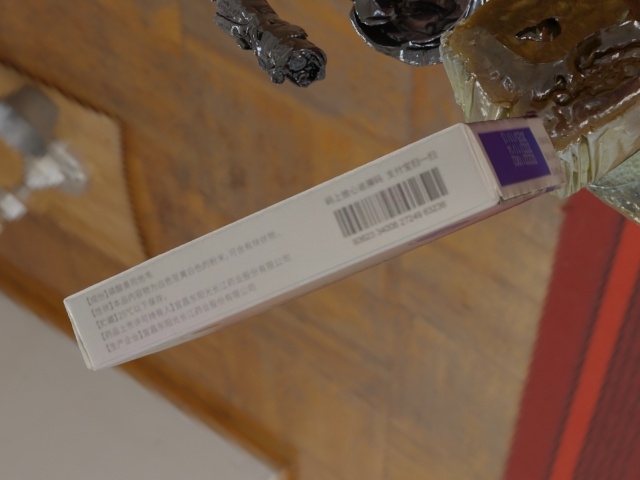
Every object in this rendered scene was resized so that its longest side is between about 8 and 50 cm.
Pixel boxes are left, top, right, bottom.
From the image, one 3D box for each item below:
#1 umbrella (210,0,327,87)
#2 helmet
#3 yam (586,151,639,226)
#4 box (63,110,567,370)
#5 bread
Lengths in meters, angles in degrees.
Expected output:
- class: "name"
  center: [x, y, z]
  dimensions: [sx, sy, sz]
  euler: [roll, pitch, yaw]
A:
- class: "umbrella"
  center: [-0.068, -0.236, 1.717]
  dimensions: [0.066, 0.059, 0.235]
  euler: [8, -153, -33]
- class: "helmet"
  center: [0.152, -0.321, 1.981]
  dimensions: [0.253, 0.154, 0.198]
  euler: [9, 105, 38]
- class: "yam"
  center: [0.458, -0.034, 1.883]
  dimensions: [0.330, 0.133, 0.133]
  euler: [35, 160, -27]
- class: "box"
  center: [0.000, 0.000, 1.182]
  dimensions: [0.343, 0.200, 0.065]
  euler: [-23, 86, 23]
- class: "bread"
  center: [0.235, -0.162, 1.483]
  dimensions: [0.192, 0.210, 0.109]
  euler: [51, 162, 29]
